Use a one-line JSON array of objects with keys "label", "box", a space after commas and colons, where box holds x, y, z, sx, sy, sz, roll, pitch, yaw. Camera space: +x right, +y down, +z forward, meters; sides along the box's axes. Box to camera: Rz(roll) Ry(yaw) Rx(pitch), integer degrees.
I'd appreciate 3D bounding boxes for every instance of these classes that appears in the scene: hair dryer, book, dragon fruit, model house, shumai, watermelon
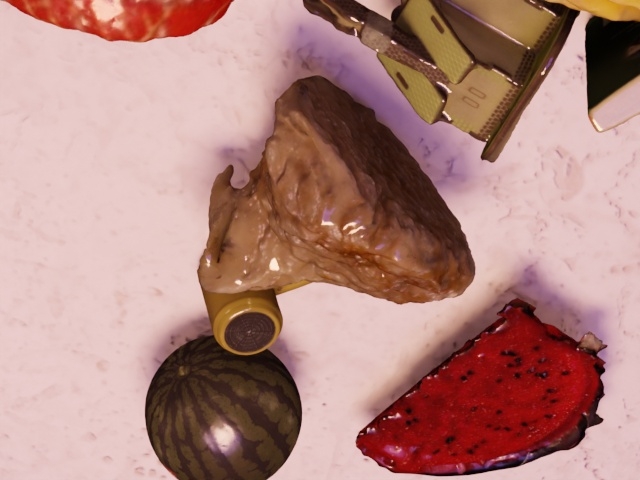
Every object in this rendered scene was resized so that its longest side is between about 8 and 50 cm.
[{"label": "hair dryer", "box": [-0.012, 0.040, 1.790, 0.278, 0.135, 0.090, -21, 127, -1]}, {"label": "book", "box": [0.382, -0.241, 1.450, 0.260, 0.371, 0.043, -35, 102, 21]}, {"label": "dragon fruit", "box": [0.235, 0.212, 1.940, 0.282, 0.100, 0.343, 32, 122, -26]}, {"label": "model house", "box": [0.133, -0.260, 1.554, 0.278, 0.218, 0.205, 29, 137, 1]}, {"label": "shumai", "box": [0.000, 0.000, 1.655, 0.314, 0.267, 0.262, 43, 113, -12]}, {"label": "watermelon", "box": [-0.128, 0.226, 1.865, 0.212, 0.212, 0.212, -2, 127, -2]}]

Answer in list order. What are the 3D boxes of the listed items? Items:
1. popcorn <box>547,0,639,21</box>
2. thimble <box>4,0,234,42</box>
[{"label": "popcorn", "box": [0.263, -0.391, 1.360, 0.381, 0.349, 0.349, 20, 124, -5]}, {"label": "thimble", "box": [-0.203, -0.368, 1.344, 0.350, 0.350, 0.230, 14, 127, -14]}]
